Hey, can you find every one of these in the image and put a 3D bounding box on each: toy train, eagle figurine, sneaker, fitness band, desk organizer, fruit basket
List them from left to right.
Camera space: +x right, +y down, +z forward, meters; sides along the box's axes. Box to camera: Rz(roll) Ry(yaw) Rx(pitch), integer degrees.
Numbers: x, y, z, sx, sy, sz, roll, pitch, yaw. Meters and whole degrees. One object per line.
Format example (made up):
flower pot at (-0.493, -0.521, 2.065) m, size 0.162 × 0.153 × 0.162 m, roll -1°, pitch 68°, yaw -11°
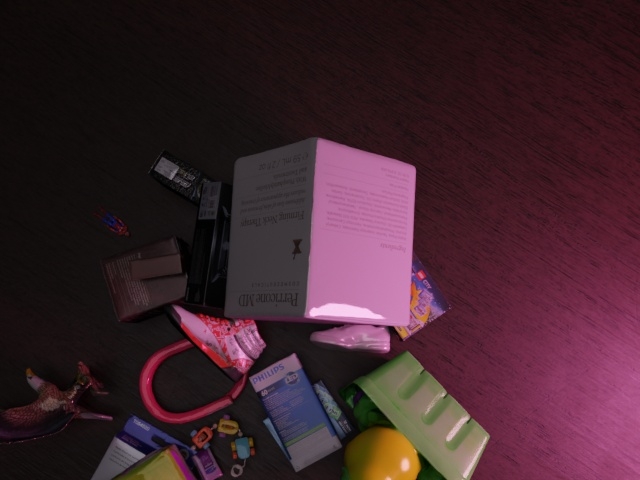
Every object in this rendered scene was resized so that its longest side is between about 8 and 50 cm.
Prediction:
eagle figurine at (-0.705, 0.427, 1.761) m, size 0.298 × 0.226 × 0.225 m, roll -40°, pitch 45°, yaw -20°
desk organizer at (-0.400, 0.066, 1.705) m, size 0.130 × 0.047 × 0.050 m, roll -9°, pitch 84°, yaw 1°
fitness band at (-0.332, 0.361, 1.834) m, size 0.290 × 0.054 × 0.209 m, roll -21°, pitch 79°, yaw -2°
sneaker at (-0.260, 0.221, 1.766) m, size 0.270 × 0.090 × 0.145 m, roll 47°, pitch 72°, yaw -14°
toy train at (-0.249, 0.527, 1.802) m, size 0.166 × 0.046 × 0.125 m, roll 38°, pitch 73°, yaw 9°
sneaker at (0.077, 0.242, 1.828) m, size 0.212 × 0.080 × 0.094 m, roll 5°, pitch 71°, yaw -6°
fruit basket at (0.174, 0.499, 1.675) m, size 0.391 × 0.283 × 0.392 m, roll 3°, pitch 72°, yaw -8°

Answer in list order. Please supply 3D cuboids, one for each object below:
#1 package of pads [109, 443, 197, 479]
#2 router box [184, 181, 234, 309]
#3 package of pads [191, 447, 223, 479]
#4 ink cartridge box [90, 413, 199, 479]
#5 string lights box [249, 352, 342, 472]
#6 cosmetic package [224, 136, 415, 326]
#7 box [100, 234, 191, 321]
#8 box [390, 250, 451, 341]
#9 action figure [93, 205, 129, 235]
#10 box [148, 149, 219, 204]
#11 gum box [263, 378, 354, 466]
package of pads at (-0.437, 0.672, 1.722) m, size 0.296 × 0.101 × 0.229 m, roll -34°, pitch 86°, yaw -3°
router box at (-0.211, 0.026, 1.780) m, size 0.081 × 0.242 × 0.309 m, roll 1°, pitch 80°, yaw 41°
package of pads at (-0.294, 0.584, 1.802) m, size 0.050 × 0.032 × 0.083 m, roll -24°, pitch 80°, yaw -34°
ink cartridge box at (-0.461, 0.603, 1.805) m, size 0.223 × 0.045 × 0.224 m, roll 27°, pitch 84°, yaw 5°
string lights box at (-0.062, 0.431, 1.757) m, size 0.133 × 0.077 × 0.260 m, roll -28°, pitch 80°, yaw -2°
cosmetic package at (0.000, 0.000, 1.670) m, size 0.327 × 0.329 × 0.394 m, roll 10°, pitch 79°, yaw -39°
box at (-0.432, 0.104, 1.810) m, size 0.203 × 0.168 × 0.167 m, roll -19°, pitch 82°, yaw 0°
box at (0.214, 0.126, 1.837) m, size 0.159 × 0.044 × 0.233 m, roll -32°, pitch 82°, yaw -11°
action figure at (-0.569, -0.048, 1.908) m, size 0.115 × 0.030 × 0.038 m, roll 36°, pitch 80°, yaw 4°
box at (-0.348, -0.149, 1.853) m, size 0.180 × 0.147 × 0.078 m, roll 31°, pitch 84°, yaw 5°
gum box at (-0.030, 0.480, 1.809) m, size 0.184 × 0.041 × 0.157 m, roll -34°, pitch 82°, yaw -4°
